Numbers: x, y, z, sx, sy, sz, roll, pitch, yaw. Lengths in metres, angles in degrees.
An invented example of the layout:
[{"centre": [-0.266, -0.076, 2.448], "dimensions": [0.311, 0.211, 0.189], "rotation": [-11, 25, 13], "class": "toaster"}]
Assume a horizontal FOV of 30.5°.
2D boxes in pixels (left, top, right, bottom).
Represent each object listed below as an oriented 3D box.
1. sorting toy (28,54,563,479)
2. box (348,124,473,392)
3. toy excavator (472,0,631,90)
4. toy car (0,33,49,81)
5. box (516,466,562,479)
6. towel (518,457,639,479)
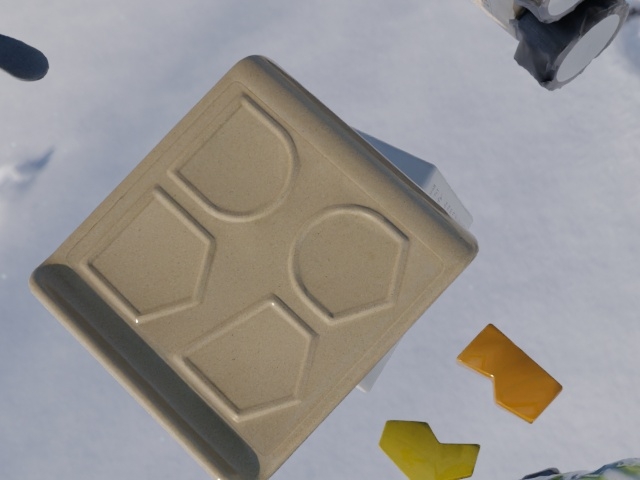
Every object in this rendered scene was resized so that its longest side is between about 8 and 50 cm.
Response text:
[{"centre": [-0.011, 0.048, 0.767], "dimensions": [0.307, 0.041, 0.229], "rotation": [43, 82, 14], "class": "sorting toy"}, {"centre": [0.000, 0.000, 0.996], "dimensions": [0.182, 0.119, 0.181], "rotation": [28, 81, 31], "class": "box"}, {"centre": [0.295, -0.363, 1.106], "dimensions": [0.445, 0.433, 0.222], "rotation": [-43, 71, -1], "class": "toy excavator"}, {"centre": [-0.248, -0.153, 0.678], "dimensions": [0.155, 0.188, 0.149], "rotation": [-30, -17, -48], "class": "toy car"}, {"centre": [0.152, 0.458, 1.083], "dimensions": [0.294, 0.395, 0.212], "rotation": [-18, 25, -1], "class": "box"}, {"centre": [0.139, 0.304, 0.690], "dimensions": [0.090, 0.320, 0.374], "rotation": [-18, -10, -21], "class": "towel"}]
